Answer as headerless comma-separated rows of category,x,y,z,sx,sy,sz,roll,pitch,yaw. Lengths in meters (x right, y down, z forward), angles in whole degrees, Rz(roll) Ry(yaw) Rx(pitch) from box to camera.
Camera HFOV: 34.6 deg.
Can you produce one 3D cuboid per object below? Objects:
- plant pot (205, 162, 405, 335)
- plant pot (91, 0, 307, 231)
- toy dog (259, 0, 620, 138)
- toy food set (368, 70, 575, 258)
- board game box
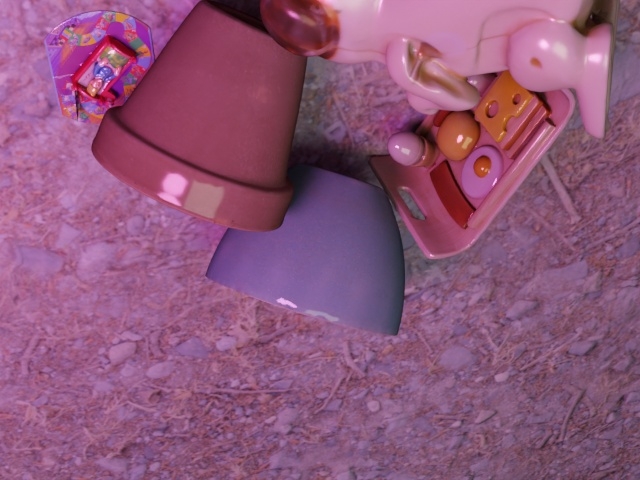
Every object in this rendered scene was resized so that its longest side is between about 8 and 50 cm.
plant pot,0.000,0.000,1.483,0.290,0.290,0.196,16,91,-32
plant pot,-0.123,-0.167,1.292,0.263,0.263,0.229,17,107,-33
toy dog,0.130,-0.293,1.176,0.407,0.285,0.395,4,167,19
toy food set,0.195,-0.156,1.415,0.092,0.220,0.306,10,127,-36
board game box,-0.276,-0.211,1.317,0.133,0.033,0.169,-11,134,-11
